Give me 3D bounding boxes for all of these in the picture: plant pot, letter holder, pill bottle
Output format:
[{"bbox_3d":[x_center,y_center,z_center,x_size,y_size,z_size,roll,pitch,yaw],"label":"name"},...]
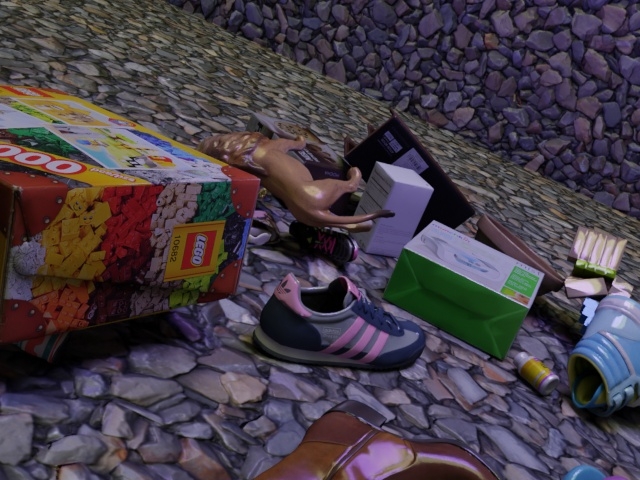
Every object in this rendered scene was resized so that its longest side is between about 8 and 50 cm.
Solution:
[{"bbox_3d":[0.422,0.055,1.716,0.237,0.109,0.237,38,13,-10],"label":"plant pot"},{"bbox_3d":[0.208,-0.162,1.846,0.302,0.152,0.214,48,14,-15],"label":"letter holder"},{"bbox_3d":[0.388,0.239,1.386,0.043,0.043,0.083,4,28,-38],"label":"pill bottle"}]

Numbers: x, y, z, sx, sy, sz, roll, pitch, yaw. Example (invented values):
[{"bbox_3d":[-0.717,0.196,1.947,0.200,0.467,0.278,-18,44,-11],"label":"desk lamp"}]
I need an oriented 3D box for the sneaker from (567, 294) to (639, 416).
[{"bbox_3d":[0.566,0.279,1.387,0.208,0.127,0.319,-42,94,-25],"label":"sneaker"}]

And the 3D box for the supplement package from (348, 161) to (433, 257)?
[{"bbox_3d":[0.153,-0.067,1.695,0.105,0.179,0.105,10,25,-28],"label":"supplement package"}]

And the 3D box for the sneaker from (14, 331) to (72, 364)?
[{"bbox_3d":[-0.357,0.096,1.006,0.075,0.057,0.161,23,24,-13],"label":"sneaker"}]

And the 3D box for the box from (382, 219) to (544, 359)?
[{"bbox_3d":[0.291,0.092,1.535,0.262,0.126,0.231,27,24,16],"label":"box"}]

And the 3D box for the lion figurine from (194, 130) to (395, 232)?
[{"bbox_3d":[-0.063,-0.117,1.536,0.392,0.142,0.240,27,24,33],"label":"lion figurine"}]

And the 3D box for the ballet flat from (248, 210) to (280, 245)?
[{"bbox_3d":[-0.158,-0.022,1.453,0.222,0.076,0.079,3,31,-48],"label":"ballet flat"}]

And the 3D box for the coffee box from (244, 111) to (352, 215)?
[{"bbox_3d":[-0.059,-0.187,1.859,0.168,0.118,0.297,10,25,-35],"label":"coffee box"}]

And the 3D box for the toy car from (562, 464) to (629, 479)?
[{"bbox_3d":[0.350,0.358,0.948,0.159,0.136,0.182,12,24,-22],"label":"toy car"}]

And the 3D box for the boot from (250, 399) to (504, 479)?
[{"bbox_3d":[0.064,0.300,0.874,0.264,0.096,0.280,30,24,19],"label":"boot"}]

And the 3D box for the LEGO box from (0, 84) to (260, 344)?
[{"bbox_3d":[-0.401,-0.072,1.081,0.500,0.193,0.373,25,20,33],"label":"LEGO box"}]

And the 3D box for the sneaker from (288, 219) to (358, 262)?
[{"bbox_3d":[0.000,0.000,1.561,0.170,0.063,0.075,31,23,35],"label":"sneaker"}]

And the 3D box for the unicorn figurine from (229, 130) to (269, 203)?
[{"bbox_3d":[-0.175,-0.145,1.688,0.162,0.060,0.111,38,56,0],"label":"unicorn figurine"}]

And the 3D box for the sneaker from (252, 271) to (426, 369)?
[{"bbox_3d":[0.056,0.125,1.224,0.319,0.131,0.112,6,26,-34],"label":"sneaker"}]

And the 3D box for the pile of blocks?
[{"bbox_3d":[0.587,0.151,1.617,0.149,0.112,0.362,-2,58,4],"label":"pile of blocks"}]
